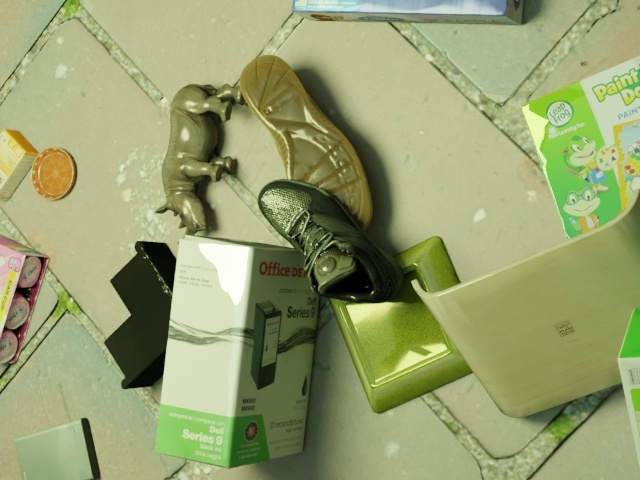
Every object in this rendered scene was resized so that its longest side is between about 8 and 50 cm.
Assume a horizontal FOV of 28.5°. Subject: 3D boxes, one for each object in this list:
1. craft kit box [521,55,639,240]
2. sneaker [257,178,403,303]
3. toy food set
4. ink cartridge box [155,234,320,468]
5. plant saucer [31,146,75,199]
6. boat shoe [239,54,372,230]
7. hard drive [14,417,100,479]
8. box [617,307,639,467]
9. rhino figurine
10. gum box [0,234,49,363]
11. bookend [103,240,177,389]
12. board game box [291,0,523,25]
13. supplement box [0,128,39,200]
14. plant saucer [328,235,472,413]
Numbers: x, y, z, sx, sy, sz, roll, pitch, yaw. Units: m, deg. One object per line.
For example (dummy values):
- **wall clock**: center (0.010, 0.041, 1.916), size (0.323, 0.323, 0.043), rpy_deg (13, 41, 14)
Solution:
- **craft kit box**: center (0.403, -0.098, 1.549), size (0.249, 0.061, 0.247), rpy_deg (-22, 75, 24)
- **sneaker**: center (0.000, 0.000, 1.635), size (0.227, 0.130, 0.087), rpy_deg (43, 105, 12)
- **toy food set**: center (0.295, 0.078, 1.536), size (0.306, 0.092, 0.220), rpy_deg (-25, 118, 23)
- **ink cartridge box**: center (-0.105, 0.145, 1.704), size (0.121, 0.211, 0.289), rpy_deg (7, 91, 28)
- **plant saucer**: center (-0.419, -0.105, 1.986), size (0.083, 0.013, 0.084), rpy_deg (-1, 88, 27)
- **boat shoe**: center (-0.010, -0.129, 1.750), size (0.104, 0.089, 0.285), rpy_deg (-29, 78, 7)
- **hard drive**: center (-0.409, 0.336, 1.956), size (0.135, 0.022, 0.094), rpy_deg (-19, 79, 25)
- **box**: center (0.487, 0.195, 1.402), size (0.262, 0.127, 0.231), rpy_deg (-6, 114, 26)
- **rhino figurine**: center (-0.182, -0.113, 1.835), size (0.106, 0.073, 0.243), rpy_deg (12, 94, 23)
- **gum box**: center (-0.514, 0.094, 1.997), size (0.107, 0.062, 0.188), rpy_deg (22, 98, 26)
- **bookend**: center (-0.259, 0.111, 1.863), size (0.157, 0.072, 0.156), rpy_deg (-44, 69, 19)
- **board game box**: center (0.128, -0.454, 1.696), size (0.318, 0.066, 0.318), rpy_deg (6, 90, 27)
- **supplement box**: center (-0.503, -0.121, 2.016), size (0.062, 0.036, 0.098), rpy_deg (44, 107, 22)
- **plant saucer**: center (0.107, 0.114, 1.692), size (0.188, 0.045, 0.188), rpy_deg (-28, 76, 24)
